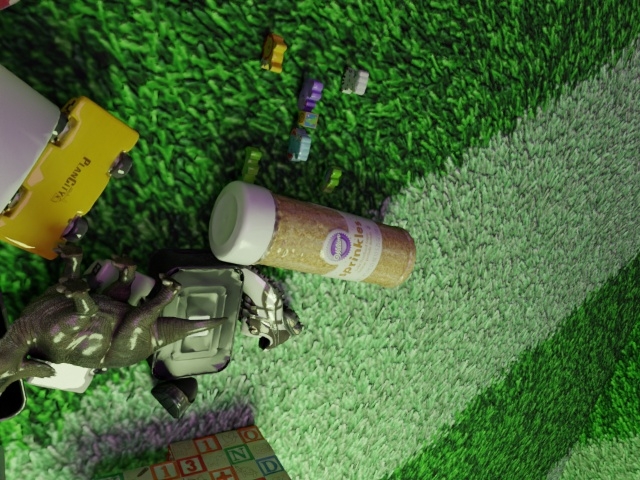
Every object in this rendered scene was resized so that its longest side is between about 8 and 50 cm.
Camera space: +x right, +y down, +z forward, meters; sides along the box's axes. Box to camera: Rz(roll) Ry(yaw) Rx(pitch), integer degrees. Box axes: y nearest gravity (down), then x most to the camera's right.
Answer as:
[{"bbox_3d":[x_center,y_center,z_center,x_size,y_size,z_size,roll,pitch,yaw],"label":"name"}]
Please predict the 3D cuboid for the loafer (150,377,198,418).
[{"bbox_3d":[-0.219,0.234,0.740,0.062,0.170,0.061,47,64,0],"label":"loafer"}]

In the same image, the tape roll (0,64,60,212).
[{"bbox_3d":[-0.372,-0.044,0.432,0.286,0.286,0.100,-53,128,-5],"label":"tape roll"}]

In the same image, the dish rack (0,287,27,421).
[{"bbox_3d":[-0.508,0.141,0.547,0.272,0.074,0.208,-11,114,-30],"label":"dish rack"}]

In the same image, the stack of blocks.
[{"bbox_3d":[-0.213,0.423,0.794,0.298,0.171,0.087,1,108,-33],"label":"stack of blocks"}]

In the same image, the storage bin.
[{"bbox_3d":[-0.198,0.110,0.733,0.122,0.084,0.180,2,107,-34],"label":"storage bin"}]

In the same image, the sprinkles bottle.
[{"bbox_3d":[0.000,0.000,0.797,0.356,0.121,0.121,12,101,-37],"label":"sprinkles bottle"}]

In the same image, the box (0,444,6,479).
[{"bbox_3d":[-0.486,0.385,0.592,0.119,0.182,0.180,21,97,-39],"label":"box"}]

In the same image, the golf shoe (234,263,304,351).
[{"bbox_3d":[-0.104,0.114,0.802,0.094,0.077,0.198,-39,124,-14],"label":"golf shoe"}]

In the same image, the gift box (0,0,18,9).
[{"bbox_3d":[-0.324,-0.340,0.353,0.255,0.258,0.275,1,93,-36],"label":"gift box"}]

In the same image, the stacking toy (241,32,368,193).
[{"bbox_3d":[-0.029,-0.186,0.751,0.167,0.052,0.220,5,108,-33],"label":"stacking toy"}]

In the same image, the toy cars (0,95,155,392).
[{"bbox_3d":[-0.317,0.013,0.617,0.177,0.087,0.393,-17,122,-37],"label":"toy cars"}]

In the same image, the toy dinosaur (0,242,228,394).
[{"bbox_3d":[-0.268,0.102,0.585,0.314,0.121,0.160,4,120,-51],"label":"toy dinosaur"}]
